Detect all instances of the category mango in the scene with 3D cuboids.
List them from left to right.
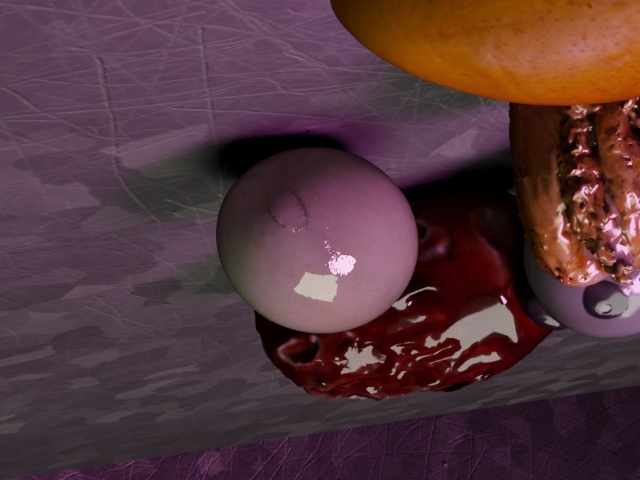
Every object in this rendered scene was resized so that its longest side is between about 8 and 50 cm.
[{"bbox_3d":[0.159,-0.182,0.914,0.350,0.199,0.201,-13,-179,30],"label":"mango"}]

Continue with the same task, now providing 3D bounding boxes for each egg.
[{"bbox_3d":[0.000,0.000,1.455,0.186,0.186,0.253,-20,163,22],"label":"egg"}]

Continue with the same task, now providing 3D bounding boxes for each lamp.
[{"bbox_3d":[0.321,-0.009,1.583,0.197,0.198,0.244,-10,122,-13],"label":"lamp"}]

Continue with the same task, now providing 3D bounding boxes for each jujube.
[{"bbox_3d":[0.108,0.070,1.740,0.376,0.258,0.258,-22,163,12],"label":"jujube"}]

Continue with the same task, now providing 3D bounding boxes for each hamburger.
[{"bbox_3d":[0.276,-0.084,1.281,0.211,0.260,0.245,-15,146,24],"label":"hamburger"}]
